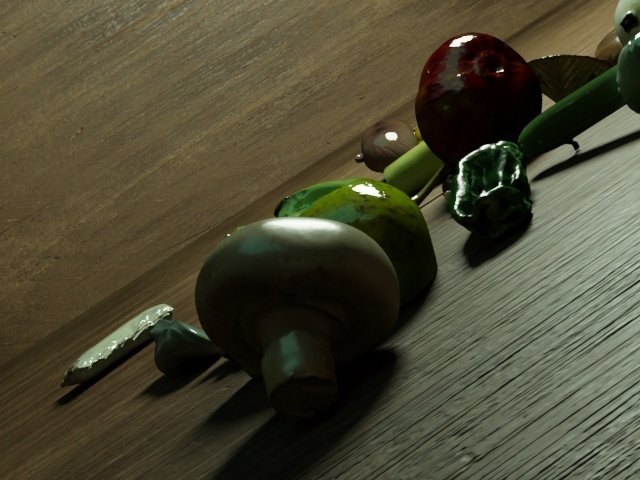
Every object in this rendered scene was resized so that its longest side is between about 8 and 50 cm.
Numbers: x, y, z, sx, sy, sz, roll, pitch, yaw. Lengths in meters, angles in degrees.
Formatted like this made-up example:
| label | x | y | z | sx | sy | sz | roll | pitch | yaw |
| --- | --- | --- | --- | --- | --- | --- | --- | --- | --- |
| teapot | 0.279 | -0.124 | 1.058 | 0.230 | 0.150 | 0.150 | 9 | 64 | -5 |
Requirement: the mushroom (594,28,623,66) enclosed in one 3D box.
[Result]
| label | x | y | z | sx | sy | sz | roll | pitch | yaw |
| --- | --- | --- | --- | --- | --- | --- | --- | --- | --- |
| mushroom | 0.502 | -0.325 | 2.339 | 0.123 | 0.052 | 0.123 | -34 | 10 | 7 |

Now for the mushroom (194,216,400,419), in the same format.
| label | x | y | z | sx | sy | sz | roll | pitch | yaw |
| --- | --- | --- | --- | --- | --- | --- | --- | --- | --- |
| mushroom | -0.013 | 0.078 | 1.436 | 0.206 | 0.209 | 0.206 | -23 | -22 | -10 |

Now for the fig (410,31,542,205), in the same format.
| label | x | y | z | sx | sy | sz | roll | pitch | yaw |
| --- | --- | --- | --- | --- | --- | --- | --- | --- | --- |
| fig | 0.225 | -0.176 | 2.116 | 0.186 | 0.203 | 0.249 | -2 | -34 | -7 |

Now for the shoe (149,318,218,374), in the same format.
| label | x | y | z | sx | sy | sz | roll | pitch | yaw |
| --- | --- | --- | --- | --- | --- | --- | --- | --- | --- |
| shoe | -0.198 | 0.158 | 2.041 | 0.195 | 0.079 | 0.078 | 9 | 77 | 67 |

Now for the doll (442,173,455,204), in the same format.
| label | x | y | z | sx | sy | sz | roll | pitch | yaw |
| --- | --- | --- | --- | --- | --- | --- | --- | --- | --- |
| doll | 0.189 | -0.066 | 1.985 | 0.058 | 0.040 | 0.085 | -14 | 16 | 36 |

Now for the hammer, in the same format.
| label | x | y | z | sx | sy | sz | roll | pitch | yaw |
| --- | --- | --- | --- | --- | --- | --- | --- | --- | --- |
| hammer | 0.366 | -0.179 | 1.762 | 0.335 | 0.119 | 0.206 | -34 | 3 | 45 |

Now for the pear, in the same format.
| label | x | y | z | sx | sy | sz | roll | pitch | yaw |
| --- | --- | --- | --- | --- | --- | --- | --- | --- | --- |
| pear | 0.013 | 0.022 | 1.674 | 0.292 | 0.159 | 0.292 | -29 | 10 | 6 |

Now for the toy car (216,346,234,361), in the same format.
| label | x | y | z | sx | sy | sz | roll | pitch | yaw |
| --- | --- | --- | --- | --- | --- | --- | --- | --- | --- |
| toy car | -0.076 | 0.096 | 1.882 | 0.126 | 0.098 | 0.161 | -57 | 29 | 20 |

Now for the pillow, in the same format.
| label | x | y | z | sx | sy | sz | roll | pitch | yaw |
| --- | --- | --- | --- | --- | --- | --- | --- | --- | --- |
| pillow | -0.359 | 0.186 | 2.524 | 0.229 | 0.051 | 0.128 | -35 | 1 | -32 |

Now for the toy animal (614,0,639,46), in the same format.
| label | x | y | z | sx | sy | sz | roll | pitch | yaw |
| --- | --- | --- | --- | --- | --- | --- | --- | --- | --- |
| toy animal | 0.508 | -0.324 | 2.038 | 0.179 | 0.138 | 0.166 | -41 | -12 | -4 |

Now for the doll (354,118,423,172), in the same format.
| label | x | y | z | sx | sy | sz | roll | pitch | yaw |
| --- | --- | --- | --- | --- | --- | --- | --- | --- | --- |
| doll | 0.159 | -0.174 | 2.654 | 0.188 | 0.096 | 0.145 | -2 | 35 | 21 |

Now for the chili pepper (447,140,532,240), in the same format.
| label | x | y | z | sx | sy | sz | roll | pitch | yaw |
| --- | --- | --- | --- | --- | --- | --- | --- | --- | --- |
| chili pepper | 0.201 | -0.057 | 1.718 | 0.099 | 0.083 | 0.253 | -21 | 14 | 14 |

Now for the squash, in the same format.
| label | x | y | z | sx | sy | sz | roll | pitch | yaw |
| --- | --- | --- | --- | --- | --- | --- | --- | --- | --- |
| squash | 0.216 | -0.154 | 2.284 | 0.250 | 0.083 | 0.083 | -32 | 7 | 21 |

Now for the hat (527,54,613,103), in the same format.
| label | x | y | z | sx | sy | sz | roll | pitch | yaw |
| --- | --- | --- | --- | --- | --- | --- | --- | --- | --- |
| hat | 0.379 | -0.229 | 2.198 | 0.146 | 0.067 | 0.146 | 3 | -15 | 1 |
